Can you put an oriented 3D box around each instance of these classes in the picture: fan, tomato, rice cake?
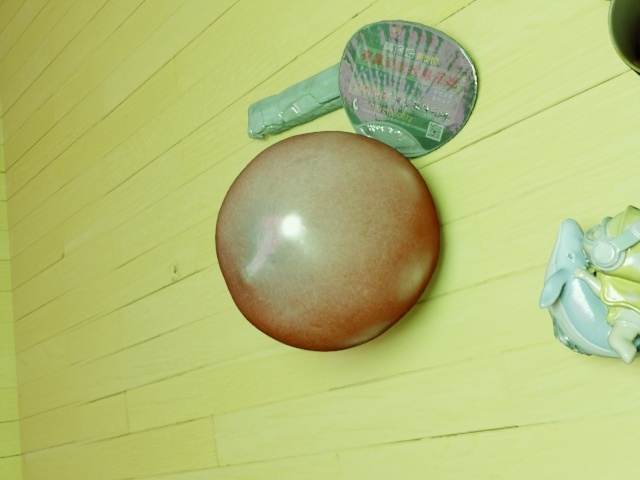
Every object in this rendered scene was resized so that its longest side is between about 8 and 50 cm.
[{"bbox_3d":[0.136,-0.188,1.086,0.223,0.012,0.294,-7,100,33],"label":"fan"},{"bbox_3d":[0.000,0.000,1.030,0.321,0.321,0.321,-5,83,46],"label":"tomato"},{"bbox_3d":[-0.015,-0.248,1.249,0.336,0.063,0.066,-17,71,45],"label":"rice cake"}]

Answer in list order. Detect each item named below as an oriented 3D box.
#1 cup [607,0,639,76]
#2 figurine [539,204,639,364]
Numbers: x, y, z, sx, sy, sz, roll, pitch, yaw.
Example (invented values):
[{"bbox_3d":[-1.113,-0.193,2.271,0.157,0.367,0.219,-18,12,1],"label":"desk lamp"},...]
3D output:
[{"bbox_3d":[0.371,-0.220,0.754,0.239,0.177,0.166,16,99,46],"label":"cup"},{"bbox_3d":[0.339,0.058,0.811,0.184,0.128,0.208,-49,62,29],"label":"figurine"}]
